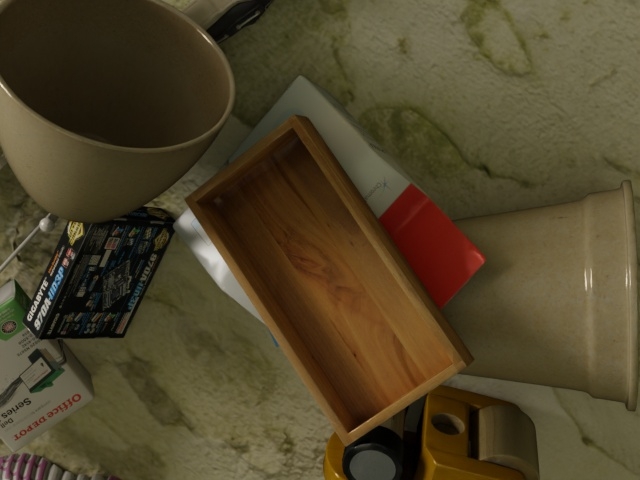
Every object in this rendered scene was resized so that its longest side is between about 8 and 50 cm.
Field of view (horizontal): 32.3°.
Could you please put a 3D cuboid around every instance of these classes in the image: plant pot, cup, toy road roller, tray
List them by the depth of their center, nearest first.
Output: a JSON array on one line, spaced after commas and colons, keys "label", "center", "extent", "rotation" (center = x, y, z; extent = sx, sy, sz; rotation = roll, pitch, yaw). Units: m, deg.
[{"label": "cup", "center": [-0.307, -0.161, 1.521], "extent": [0.331, 0.331, 0.237], "rotation": [22, 133, -6]}, {"label": "tray", "center": [0.010, 0.052, 1.529], "extent": [0.203, 0.076, 0.411], "rotation": [-36, 81, 16]}, {"label": "plant pot", "center": [0.302, 0.080, 1.629], "extent": [0.305, 0.334, 0.334], "rotation": [-1, 108, 13]}, {"label": "toy road roller", "center": [0.169, 0.374, 1.769], "extent": [0.329, 0.202, 0.240], "rotation": [11, 120, 2]}]

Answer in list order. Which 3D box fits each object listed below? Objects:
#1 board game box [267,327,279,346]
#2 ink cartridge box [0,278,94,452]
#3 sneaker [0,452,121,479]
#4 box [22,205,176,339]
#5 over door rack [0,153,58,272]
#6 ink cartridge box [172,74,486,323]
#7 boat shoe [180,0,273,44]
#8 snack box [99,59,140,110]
[{"label": "board game box", "center": [-0.054, 0.082, 1.759], "extent": [0.103, 0.026, 0.154], "rotation": [-21, 106, 7]}, {"label": "ink cartridge box", "center": [-0.480, 0.198, 1.732], "extent": [0.160, 0.092, 0.219], "rotation": [-35, 115, -4]}, {"label": "sneaker", "center": [-0.445, 0.433, 1.844], "extent": [0.236, 0.095, 0.104], "rotation": [18, 115, -6]}, {"label": "box", "center": [-0.332, 0.049, 1.679], "extent": [0.051, 0.175, 0.220], "rotation": [38, 109, 32]}, {"label": "over door rack", "center": [-0.517, -0.064, 1.630], "extent": [0.239, 0.108, 0.324], "rotation": [43, 83, -11]}, {"label": "ink cartridge box", "center": [0.000, 0.000, 1.591], "extent": [0.308, 0.091, 0.385], "rotation": [-48, 62, 13]}, {"label": "boat shoe", "center": [-0.115, -0.347, 1.616], "extent": [0.206, 0.075, 0.065], "rotation": [-32, 148, 4]}, {"label": "snack box", "center": [-0.287, -0.274, 1.640], "extent": [0.100, 0.037, 0.141], "rotation": [26, 107, -6]}]
